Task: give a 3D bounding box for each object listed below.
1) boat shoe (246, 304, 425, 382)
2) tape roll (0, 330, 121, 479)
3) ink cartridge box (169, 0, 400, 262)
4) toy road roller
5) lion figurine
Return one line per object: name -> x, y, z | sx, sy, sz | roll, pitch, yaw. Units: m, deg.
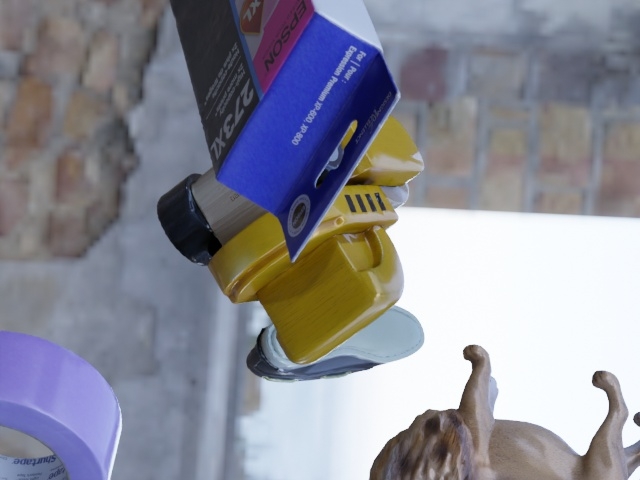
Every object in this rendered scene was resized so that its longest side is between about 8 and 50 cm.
boat shoe -> 0.018, 0.122, 2.322 | 0.068, 0.228, 0.081 | -43, -123, 50
tape roll -> -0.266, 0.170, 1.648 | 0.080, 0.189, 0.189 | -81, 175, -48
ink cartridge box -> -0.039, -0.166, 1.623 | 0.176, 0.069, 0.371 | -57, -148, 28
toy road roller -> 0.000, 0.000, 2.137 | 0.240, 0.202, 0.329 | 60, 24, 13
lion figurine -> 0.260, 0.274, 2.400 | 0.142, 0.392, 0.240 | 81, 19, -57
